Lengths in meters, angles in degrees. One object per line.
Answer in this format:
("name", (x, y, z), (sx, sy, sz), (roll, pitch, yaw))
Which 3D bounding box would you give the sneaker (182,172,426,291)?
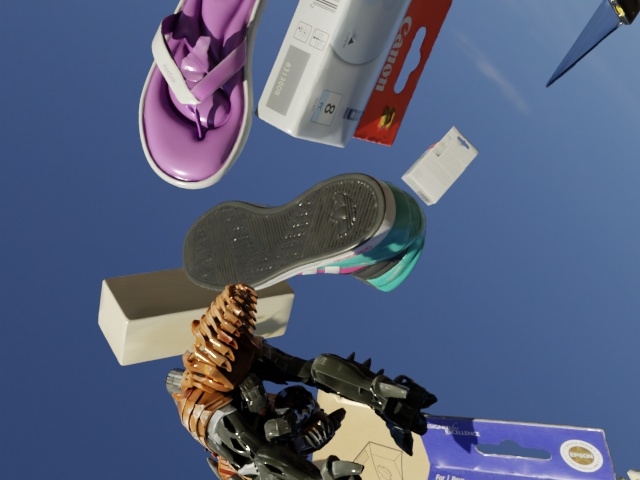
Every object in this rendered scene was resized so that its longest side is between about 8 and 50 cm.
("sneaker", (0.000, 0.000, 1.241), (0.178, 0.295, 0.124), (14, -111, -50))

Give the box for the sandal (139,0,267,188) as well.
("sandal", (-0.175, -0.275, 1.590), (0.102, 0.169, 0.416), (69, -153, -65))

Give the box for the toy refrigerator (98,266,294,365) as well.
("toy refrigerator", (-0.185, 0.104, 1.642), (0.269, 0.094, 0.102), (-8, -141, -31))

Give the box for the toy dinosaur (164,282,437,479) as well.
("toy dinosaur", (-0.045, 0.147, 0.883), (0.218, 0.164, 0.322), (22, 169, 21))

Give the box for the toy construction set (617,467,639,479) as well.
("toy construction set", (0.377, 0.437, 1.651), (0.327, 0.215, 0.151), (-24, -113, -20))

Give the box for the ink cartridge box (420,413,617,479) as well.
("ink cartridge box", (0.200, 0.317, 0.987), (0.069, 0.176, 0.371), (-50, -51, -46))

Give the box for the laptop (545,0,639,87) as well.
("laptop", (0.399, -0.476, 1.498), (0.236, 0.382, 0.408), (15, 156, 51))

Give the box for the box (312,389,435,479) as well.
("box", (0.067, 0.266, 1.172), (0.164, 0.201, 0.021), (13, -160, 23))

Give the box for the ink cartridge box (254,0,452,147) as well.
("ink cartridge box", (0.095, -0.290, 1.686), (0.091, 0.308, 0.385), (30, -166, 33))

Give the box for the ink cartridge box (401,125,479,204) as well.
("ink cartridge box", (0.187, -0.116, 1.704), (0.063, 0.115, 0.029), (45, 163, -9))
